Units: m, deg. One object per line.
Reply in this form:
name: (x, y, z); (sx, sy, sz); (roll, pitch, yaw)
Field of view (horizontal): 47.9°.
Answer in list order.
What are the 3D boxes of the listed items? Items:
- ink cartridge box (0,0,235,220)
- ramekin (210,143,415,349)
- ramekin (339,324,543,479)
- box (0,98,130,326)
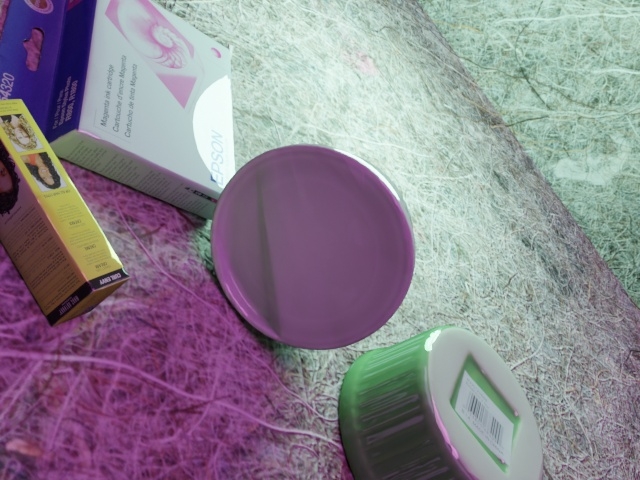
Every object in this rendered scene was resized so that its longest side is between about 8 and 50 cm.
ink cartridge box: (-0.264, -0.222, 0.995); (0.330, 0.071, 0.324); (25, 44, -38)
ramekin: (0.000, 0.000, 0.963); (0.273, 0.273, 0.127); (55, 22, 0)
ramekin: (0.185, 0.271, 1.041); (0.303, 0.148, 0.303); (31, 41, -31)
box: (-0.303, -0.031, 0.768); (0.232, 0.087, 0.058); (56, 32, 4)
